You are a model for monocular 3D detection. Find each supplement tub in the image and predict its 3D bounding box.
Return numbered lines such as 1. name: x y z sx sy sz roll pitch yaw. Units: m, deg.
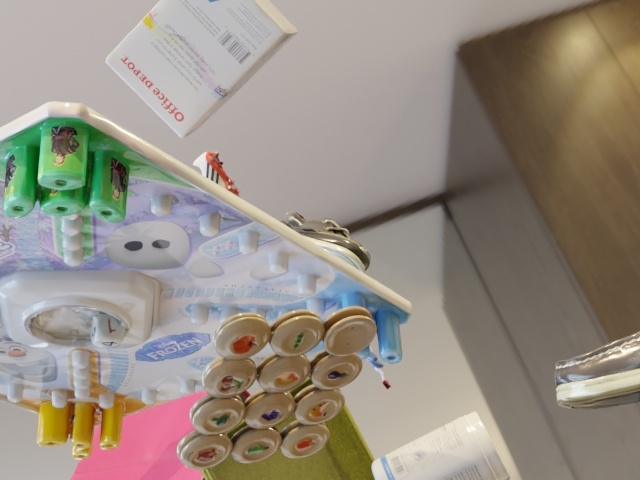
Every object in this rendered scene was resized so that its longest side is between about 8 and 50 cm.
1. supplement tub: 0.106 0.205 1.053 0.107 0.071 0.071 -26 -30 2

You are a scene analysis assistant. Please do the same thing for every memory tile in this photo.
1. memory tile: -0.029 0.101 0.791 0.113 0.012 0.148 -1 -48 -25

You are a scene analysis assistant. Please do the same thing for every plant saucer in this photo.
1. plant saucer: -0.026 0.248 1.169 0.188 0.188 0.045 -28 1 -42

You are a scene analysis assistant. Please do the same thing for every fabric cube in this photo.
1. fabric cube: -0.191 0.392 1.696 0.258 0.259 0.254 -14 -53 30

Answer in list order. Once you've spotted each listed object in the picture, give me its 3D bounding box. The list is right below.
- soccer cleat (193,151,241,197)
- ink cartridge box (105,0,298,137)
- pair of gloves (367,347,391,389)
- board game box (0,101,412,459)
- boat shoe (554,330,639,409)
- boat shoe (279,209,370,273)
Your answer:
1. soccer cleat: -0.124 -0.067 1.431 0.036 0.083 0.029 -23 10 28
2. ink cartridge box: -0.182 -0.304 1.849 0.233 0.171 0.168 -43 4 11
3. pair of gloves: 0.081 0.190 2.185 0.023 0.159 0.198 -32 -31 1
4. board game box: -0.189 0.066 0.920 0.390 0.050 0.390 -21 -33 31
5. boat shoe: 0.246 0.045 0.726 0.223 0.073 0.080 -20 -17 18
6. boat shoe: 0.000 0.000 1.566 0.079 0.233 0.084 -48 -66 -15
